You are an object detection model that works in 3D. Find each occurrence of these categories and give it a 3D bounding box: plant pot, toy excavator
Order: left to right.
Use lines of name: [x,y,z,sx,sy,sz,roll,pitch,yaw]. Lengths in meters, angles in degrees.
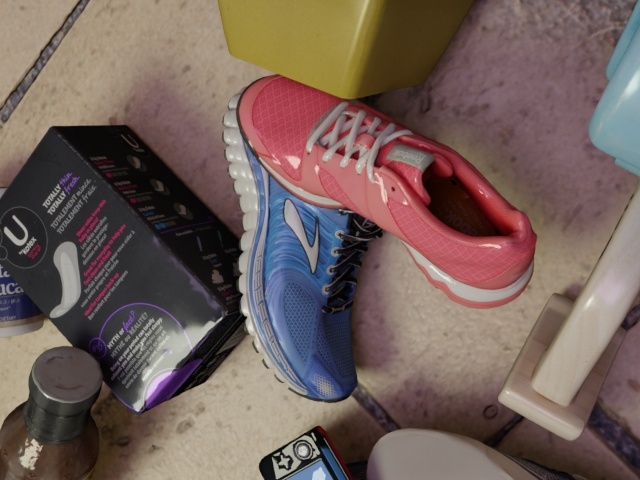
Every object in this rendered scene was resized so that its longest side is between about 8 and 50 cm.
plant pot: [0.025,-0.245,0.915,0.212,0.212,0.187,25,118,28]
toy excavator: [0.288,-0.069,0.804,0.222,0.433,0.445,30,78,11]

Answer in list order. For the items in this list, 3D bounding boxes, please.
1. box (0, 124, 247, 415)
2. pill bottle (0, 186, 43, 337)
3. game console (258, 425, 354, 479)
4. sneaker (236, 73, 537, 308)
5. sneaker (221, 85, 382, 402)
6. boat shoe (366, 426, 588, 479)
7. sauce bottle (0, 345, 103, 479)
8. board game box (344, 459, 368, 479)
box: [-0.202,0.024,1.070,0.270,0.143,0.165,46,110,11]
pill bottle: [-0.376,0.023,1.165,0.094,0.094,0.169,-1,96,21]
game console: [0.003,0.263,0.986,0.124,0.085,0.144,-34,81,20]
sneaker: [0.064,-0.069,0.881,0.314,0.136,0.116,34,75,10]
sneaker: [0.000,0.000,0.998,0.147,0.130,0.330,-8,93,24]
boat shoe: [0.215,0.273,0.938,0.340,0.158,0.127,24,96,28]
sauce bottle: [-0.302,0.245,1.087,0.111,0.111,0.344,38,135,13]
board game box: [0.064,0.331,1.049,0.194,0.060,0.194,-15,91,22]
